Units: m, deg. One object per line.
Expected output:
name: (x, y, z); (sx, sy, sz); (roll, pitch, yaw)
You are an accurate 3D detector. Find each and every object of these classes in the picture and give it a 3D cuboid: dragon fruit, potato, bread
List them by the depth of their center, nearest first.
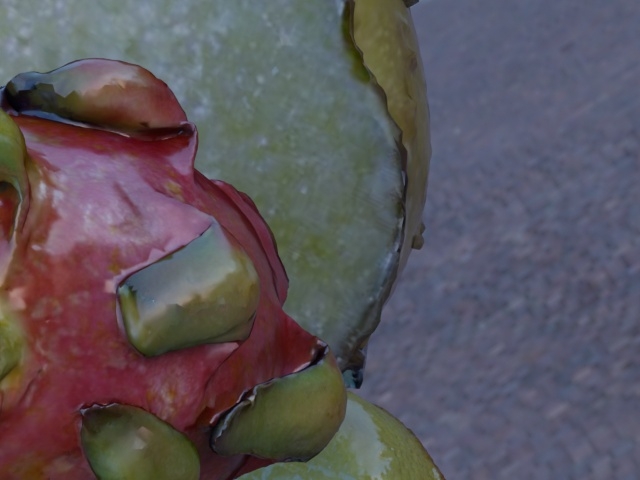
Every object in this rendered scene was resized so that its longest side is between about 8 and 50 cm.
dragon fruit: (-0.119, 0.038, 0.778); (0.243, 0.227, 0.307); (8, -2, -18)
potato: (-0.111, -0.077, 1.204); (0.442, 0.385, 0.319); (-58, 2, 20)
bread: (-0.018, 0.249, 1.504); (0.270, 0.148, 0.269); (-20, 54, 31)

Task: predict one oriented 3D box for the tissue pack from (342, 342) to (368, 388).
tissue pack: (0.000, 0.000, 1.635); (0.073, 0.173, 0.235); (-9, 42, 16)
